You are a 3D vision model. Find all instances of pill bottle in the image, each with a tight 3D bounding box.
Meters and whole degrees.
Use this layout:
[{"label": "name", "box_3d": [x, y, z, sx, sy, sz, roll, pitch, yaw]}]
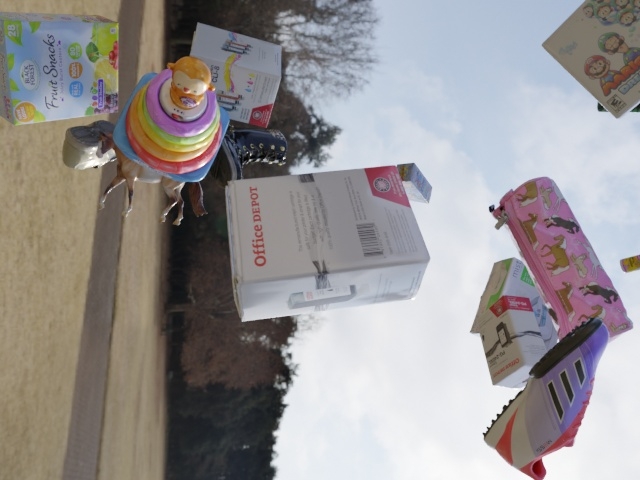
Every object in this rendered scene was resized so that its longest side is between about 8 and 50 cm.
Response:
[{"label": "pill bottle", "box_3d": [0.897, 0.063, 1.463, 0.083, 0.043, 0.043, -24, -117, 41]}]

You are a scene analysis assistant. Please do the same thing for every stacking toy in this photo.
[{"label": "stacking toy", "box_3d": [-0.217, -0.207, 0.810, 0.302, 0.175, 0.165, -12, -125, 67]}]

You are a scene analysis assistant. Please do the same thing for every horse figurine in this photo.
[{"label": "horse figurine", "box_3d": [-0.382, -0.132, 1.175, 0.066, 0.264, 0.174, -155, -102, -68]}]

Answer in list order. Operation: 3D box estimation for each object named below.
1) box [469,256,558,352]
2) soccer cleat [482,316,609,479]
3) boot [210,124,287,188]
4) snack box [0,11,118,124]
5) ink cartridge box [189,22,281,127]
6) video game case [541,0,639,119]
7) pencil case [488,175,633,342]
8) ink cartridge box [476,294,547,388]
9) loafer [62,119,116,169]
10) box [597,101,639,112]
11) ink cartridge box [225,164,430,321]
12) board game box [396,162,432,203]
[{"label": "box", "box_3d": [0.635, 0.222, 1.646, 0.261, 0.231, 0.127, -64, -172, -16]}, {"label": "soccer cleat", "box_3d": [0.380, 0.257, 0.826, 0.116, 0.109, 0.318, 42, -52, 30]}, {"label": "boot", "box_3d": [-0.147, -0.184, 1.097, 0.236, 0.179, 0.085, 58, -41, 47]}, {"label": "snack box", "box_3d": [-0.471, -0.311, 0.932, 0.070, 0.207, 0.174, 29, -56, 27]}, {"label": "ink cartridge box", "box_3d": [-0.178, -0.331, 1.044, 0.128, 0.176, 0.127, 115, -20, -45]}, {"label": "video game case", "box_3d": [0.383, -0.255, 0.636, 0.157, 0.019, 0.143, -46, -111, 31]}, {"label": "pencil case", "box_3d": [0.521, 0.055, 1.136, 0.385, 0.167, 0.160, 66, 8, 14]}, {"label": "ink cartridge box", "box_3d": [0.375, 0.200, 1.017, 0.109, 0.063, 0.150, 117, -24, -49]}, {"label": "loafer", "box_3d": [-0.559, -0.235, 1.293, 0.092, 0.102, 0.268, -49, -179, 15]}, {"label": "box", "box_3d": [0.595, -0.223, 0.735, 0.322, 0.232, 0.058, 10, -63, 37]}, {"label": "ink cartridge box", "box_3d": [0.000, 0.000, 0.630, 0.092, 0.218, 0.158, 95, -13, -51]}, {"label": "board game box", "box_3d": [0.235, -0.182, 1.568, 0.194, 0.194, 0.060, 48, 55, -70]}]
